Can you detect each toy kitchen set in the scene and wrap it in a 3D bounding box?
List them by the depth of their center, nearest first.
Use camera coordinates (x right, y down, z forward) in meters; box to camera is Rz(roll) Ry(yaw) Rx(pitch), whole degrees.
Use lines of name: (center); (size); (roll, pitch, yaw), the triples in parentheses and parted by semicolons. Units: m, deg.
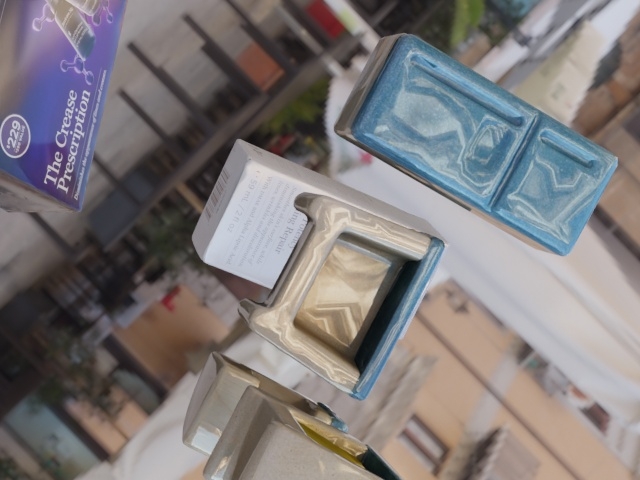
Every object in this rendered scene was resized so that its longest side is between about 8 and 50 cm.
toy kitchen set: (0.049, 0.030, 0.534); (0.207, 0.122, 0.166); (-62, -167, -1)

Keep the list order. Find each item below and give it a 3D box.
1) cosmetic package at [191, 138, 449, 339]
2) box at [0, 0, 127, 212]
cosmetic package: (0.000, 0.000, 1.282); (0.117, 0.231, 0.085); (-64, -161, 12)
box: (-0.288, -0.177, 1.208); (0.184, 0.103, 0.261); (31, 64, -55)
